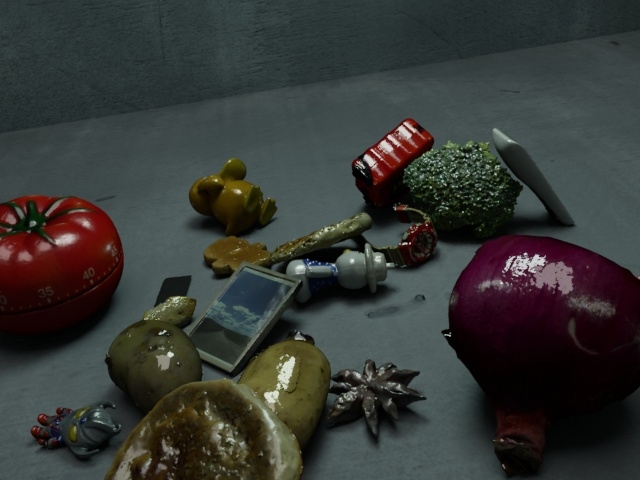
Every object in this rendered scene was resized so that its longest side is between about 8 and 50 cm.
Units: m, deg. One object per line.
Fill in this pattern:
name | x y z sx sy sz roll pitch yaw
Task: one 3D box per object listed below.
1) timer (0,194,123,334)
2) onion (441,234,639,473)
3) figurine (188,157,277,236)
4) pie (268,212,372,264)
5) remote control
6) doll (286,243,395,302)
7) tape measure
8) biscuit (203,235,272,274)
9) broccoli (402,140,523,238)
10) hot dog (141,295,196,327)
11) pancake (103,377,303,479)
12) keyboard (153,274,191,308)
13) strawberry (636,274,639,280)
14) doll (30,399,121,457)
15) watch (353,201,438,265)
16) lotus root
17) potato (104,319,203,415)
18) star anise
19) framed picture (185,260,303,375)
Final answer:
timer | -0.666 0.058 1.595 0.377 0.279 0.378 -5 28 2
onion | 0.359 0.189 1.083 0.347 0.348 0.385 8 67 28
figurine | -0.264 -0.120 1.929 0.215 0.215 0.228 -24 55 -26
pie | 0.000 0.000 1.638 0.274 0.055 0.274 -22 1 0
remote control | 0.528 -0.154 1.672 0.055 0.313 0.109 -40 27 9
doll | 0.026 0.076 1.538 0.293 0.138 0.119 -8 72 5
tape measure | 0.200 -0.204 1.871 0.253 0.260 0.114 -40 71 -11
biscuit | -0.226 0.044 1.755 0.166 0.036 0.225 -29 31 -34
broccoli | 0.375 -0.140 1.728 0.259 0.235 0.288 -26 74 -39
hot dog | -0.356 0.179 1.503 0.061 0.078 0.169 -4 19 42
pancake | -0.189 0.368 0.999 0.356 0.065 0.356 -16 51 20
keyboard | -0.366 0.142 1.634 0.074 0.015 0.196 -4 28 1
strawberry | 0.589 0.138 1.249 0.306 0.138 0.233 8 34 25
doll | -0.447 0.345 1.230 0.194 0.062 0.104 -4 27 22
watch | 0.183 -0.025 1.706 0.164 0.102 0.268 -33 32 -10
lotus root | -0.069 0.272 1.174 0.160 0.146 0.284 14 40 7
potato | -0.313 0.243 1.287 0.165 0.165 0.262 -27 28 -30
star anise | 0.088 0.272 1.211 0.195 0.065 0.182 -32 30 -23
framed picture | -0.176 0.164 1.451 0.189 0.023 0.260 16 57 38
